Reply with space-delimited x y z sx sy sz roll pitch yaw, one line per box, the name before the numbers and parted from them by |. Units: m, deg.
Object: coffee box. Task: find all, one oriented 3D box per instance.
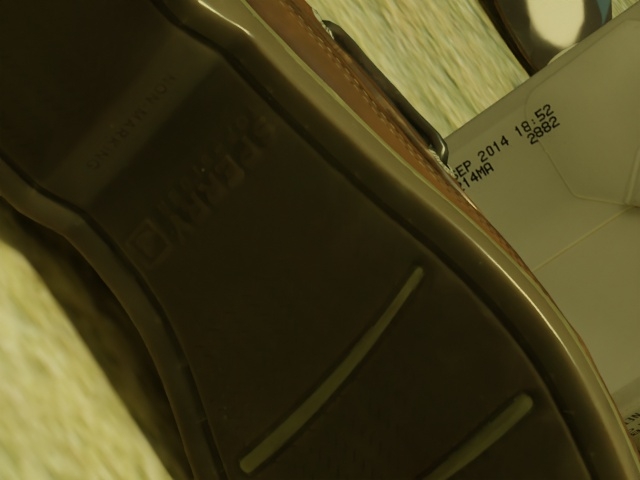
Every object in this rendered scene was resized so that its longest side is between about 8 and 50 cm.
coffee box | 0.148 0.023 0.724 0.297 0.168 0.119 14 44 -60

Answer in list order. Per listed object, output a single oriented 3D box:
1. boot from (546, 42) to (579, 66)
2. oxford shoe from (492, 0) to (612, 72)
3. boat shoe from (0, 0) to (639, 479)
boot | 0.196 -0.030 1.052 0.190 0.069 0.086 41 21 -36
oxford shoe | 0.117 -0.185 1.137 0.076 0.076 0.212 124 -52 -69
boat shoe | 0.000 0.000 0.513 0.307 0.110 0.104 54 21 -1
